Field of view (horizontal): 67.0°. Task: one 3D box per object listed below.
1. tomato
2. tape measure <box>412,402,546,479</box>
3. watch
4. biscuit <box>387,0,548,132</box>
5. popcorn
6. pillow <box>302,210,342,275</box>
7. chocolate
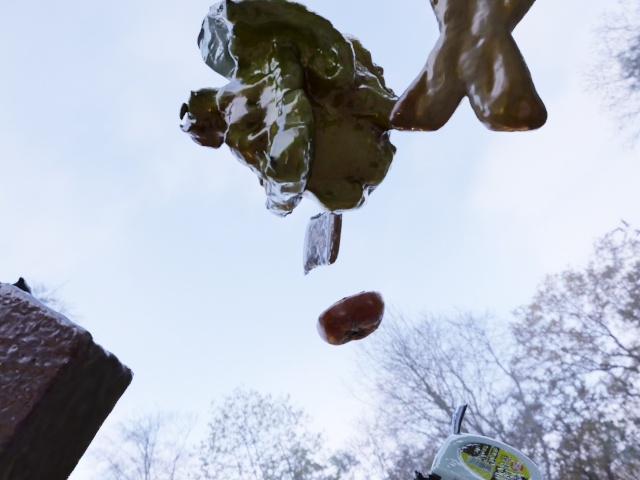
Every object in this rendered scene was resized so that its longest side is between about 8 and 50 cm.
[{"bbox_3d":[0.094,0.245,1.444,0.236,0.095,0.237,-20,-25,-10],"label":"tomato"},{"bbox_3d":[0.339,0.452,0.980,0.351,0.215,0.098,-12,-66,-61],"label":"tape measure"},{"bbox_3d":[-0.134,-0.400,0.996,0.241,0.253,0.162,-3,-42,-35],"label":"watch"},{"bbox_3d":[0.163,-0.214,0.503,0.047,0.164,0.208,8,-89,-56],"label":"biscuit"},{"bbox_3d":[-0.023,-0.188,0.684,0.290,0.321,0.326,-32,-61,-20],"label":"popcorn"},{"bbox_3d":[0.001,-0.003,1.018,0.034,0.211,0.135,11,-105,-16],"label":"pillow"},{"bbox_3d":[-0.261,0.185,0.332,0.112,0.111,0.321,74,-144,-51],"label":"chocolate"}]
